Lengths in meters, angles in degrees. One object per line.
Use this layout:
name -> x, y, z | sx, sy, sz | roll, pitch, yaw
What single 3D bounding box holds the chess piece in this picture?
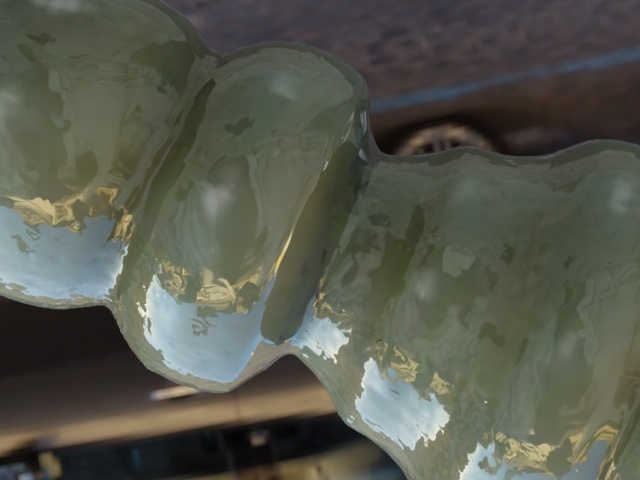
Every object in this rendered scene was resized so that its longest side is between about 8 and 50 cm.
chess piece -> 0.000, 0.000, 0.521 | 0.243, 0.133, 0.133 | 24, 160, 1
